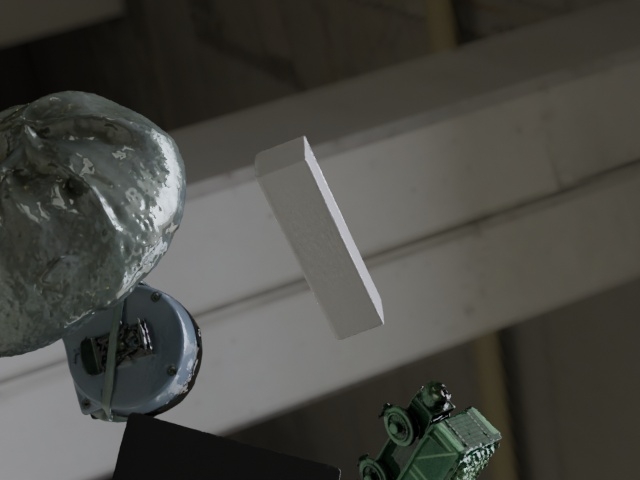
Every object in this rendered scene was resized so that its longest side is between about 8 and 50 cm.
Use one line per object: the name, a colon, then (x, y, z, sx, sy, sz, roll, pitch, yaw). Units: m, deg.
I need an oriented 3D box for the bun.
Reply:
bun: (-0.315, -0.035, 1.877, 0.194, 0.354, 0.354, 58, -11, -32)

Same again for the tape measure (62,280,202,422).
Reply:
tape measure: (-0.250, 0.144, 2.297, 0.182, 0.181, 0.107, 68, 11, 21)

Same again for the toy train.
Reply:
toy train: (0.146, 0.320, 2.508, 0.154, 0.115, 0.269, 43, -51, 21)

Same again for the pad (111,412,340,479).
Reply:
pad: (-0.117, 0.308, 2.047, 0.009, 0.265, 0.159, 114, -9, -61)

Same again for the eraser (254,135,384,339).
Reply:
eraser: (0.001, -0.001, 2.494, 0.076, 0.078, 0.298, -95, 162, -60)
